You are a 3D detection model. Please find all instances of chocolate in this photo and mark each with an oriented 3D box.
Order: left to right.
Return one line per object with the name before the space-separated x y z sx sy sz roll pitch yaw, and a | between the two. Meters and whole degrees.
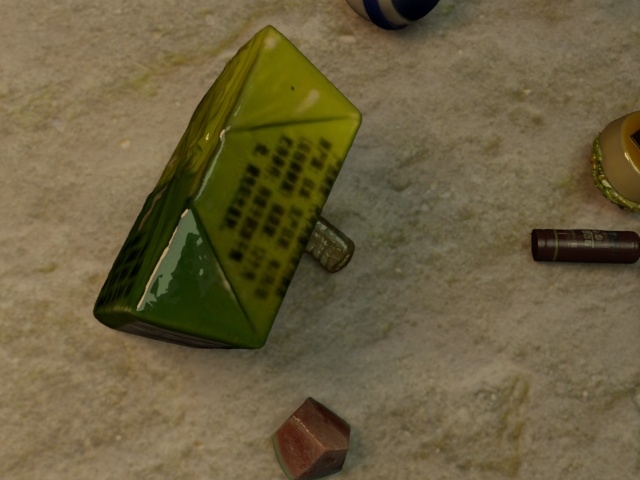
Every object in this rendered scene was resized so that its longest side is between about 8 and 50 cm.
chocolate | -0.103 -0.027 0.822 0.137 0.301 0.289 28 75 -17

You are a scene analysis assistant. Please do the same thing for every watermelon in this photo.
watermelon | -0.012 0.230 0.895 0.084 0.072 0.092 28 79 15

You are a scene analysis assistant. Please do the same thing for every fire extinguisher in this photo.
fire extinguisher | 0.347 0.007 1.006 0.158 0.043 0.064 2 33 -1

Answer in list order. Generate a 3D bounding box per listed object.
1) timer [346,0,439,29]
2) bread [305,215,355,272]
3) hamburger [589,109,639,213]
timer | 0.113 -0.457 0.996 0.270 0.270 0.383 8 92 -8
bread | 0.000 0.000 0.963 0.088 0.033 0.049 36 89 3
hamburger | 0.410 -0.100 1.032 0.126 0.081 0.141 40 63 -2
